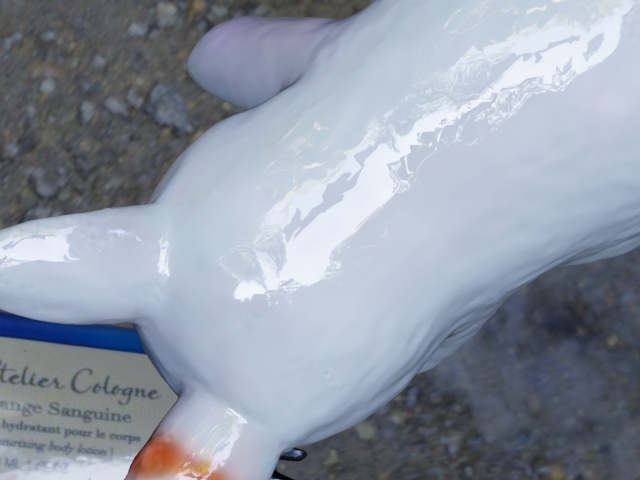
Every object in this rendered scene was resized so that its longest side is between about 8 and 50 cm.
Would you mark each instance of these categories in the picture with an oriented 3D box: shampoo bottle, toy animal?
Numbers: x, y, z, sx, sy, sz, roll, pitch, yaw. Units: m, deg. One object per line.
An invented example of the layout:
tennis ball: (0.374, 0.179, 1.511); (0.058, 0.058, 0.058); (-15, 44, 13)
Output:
shampoo bottle: (-0.094, 0.073, 0.598); (0.183, 0.050, 0.087); (9, 58, -20)
toy animal: (0.003, -0.005, 0.471); (0.282, 0.138, 0.140); (-38, 98, -8)
